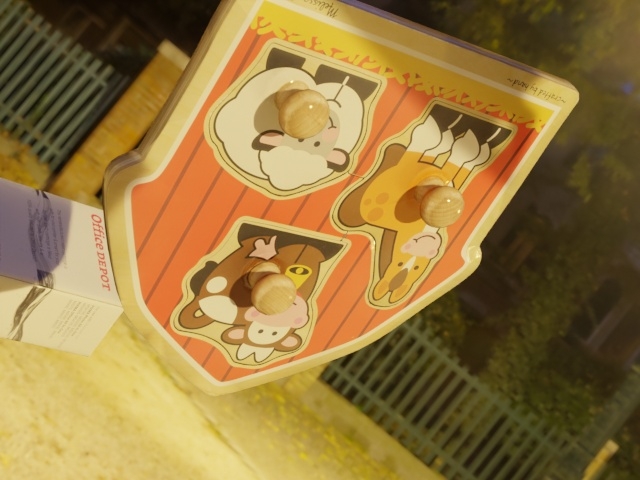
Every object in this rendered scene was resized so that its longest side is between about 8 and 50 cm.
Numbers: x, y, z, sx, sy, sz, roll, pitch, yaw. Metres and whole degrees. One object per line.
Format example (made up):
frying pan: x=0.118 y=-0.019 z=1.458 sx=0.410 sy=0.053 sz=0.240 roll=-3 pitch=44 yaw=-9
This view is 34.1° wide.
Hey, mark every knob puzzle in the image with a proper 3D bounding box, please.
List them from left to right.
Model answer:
knob puzzle: x=0.000 y=0.000 z=0.434 sx=0.213 sy=0.213 sz=0.030 roll=41 pitch=13 yaw=-46

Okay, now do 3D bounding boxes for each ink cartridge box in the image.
ink cartridge box: x=-0.224 y=0.013 z=0.749 sx=0.150 sy=0.063 sz=0.109 roll=19 pitch=33 yaw=-33
